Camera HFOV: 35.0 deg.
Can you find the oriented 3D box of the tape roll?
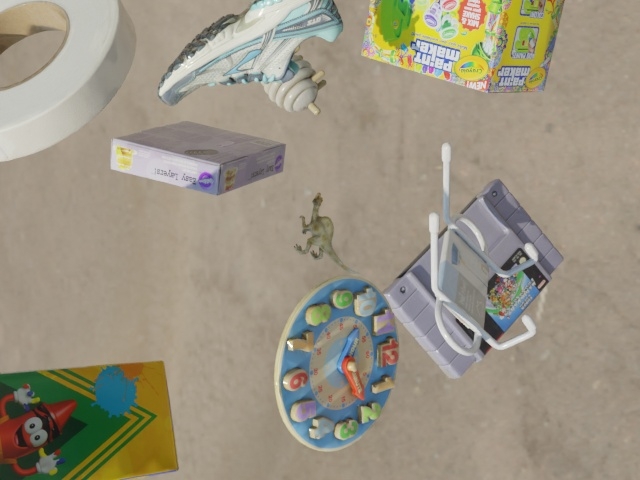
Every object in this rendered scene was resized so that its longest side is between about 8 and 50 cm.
[{"bbox_3d":[-0.499,-0.303,1.704,0.392,0.392,0.072,59,177,39],"label":"tape roll"}]

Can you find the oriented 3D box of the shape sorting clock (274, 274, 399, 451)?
[{"bbox_3d":[0.025,0.143,1.181,0.040,0.206,0.206,5,99,40],"label":"shape sorting clock"}]

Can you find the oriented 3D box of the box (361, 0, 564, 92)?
[{"bbox_3d":[0.253,-0.424,1.757,0.290,0.177,0.279,25,114,40],"label":"box"}]

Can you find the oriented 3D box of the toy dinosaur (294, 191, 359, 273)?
[{"bbox_3d":[0.000,0.000,1.907,0.092,0.053,0.183,-38,65,39],"label":"toy dinosaur"}]

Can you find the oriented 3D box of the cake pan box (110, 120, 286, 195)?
[{"bbox_3d":[-0.229,-0.166,1.961,0.245,0.267,0.070,16,111,21],"label":"cake pan box"}]

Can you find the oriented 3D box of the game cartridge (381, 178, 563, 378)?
[{"bbox_3d":[0.307,0.074,1.998,0.230,0.355,0.068,47,157,-4],"label":"game cartridge"}]

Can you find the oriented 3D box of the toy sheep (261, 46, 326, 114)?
[{"bbox_3d":[-0.042,-0.243,1.567,0.132,0.091,0.091,48,136,21],"label":"toy sheep"}]

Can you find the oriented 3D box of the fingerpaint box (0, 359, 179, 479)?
[{"bbox_3d":[-0.476,0.289,1.391,0.445,0.371,0.163,-20,75,43],"label":"fingerpaint box"}]

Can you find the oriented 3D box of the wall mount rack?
[{"bbox_3d":[0.260,0.016,1.778,0.130,0.304,0.350,-33,25,32],"label":"wall mount rack"}]

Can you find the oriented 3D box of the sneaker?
[{"bbox_3d":[-0.095,-0.249,1.378,0.283,0.122,0.110,-31,21,19],"label":"sneaker"}]
